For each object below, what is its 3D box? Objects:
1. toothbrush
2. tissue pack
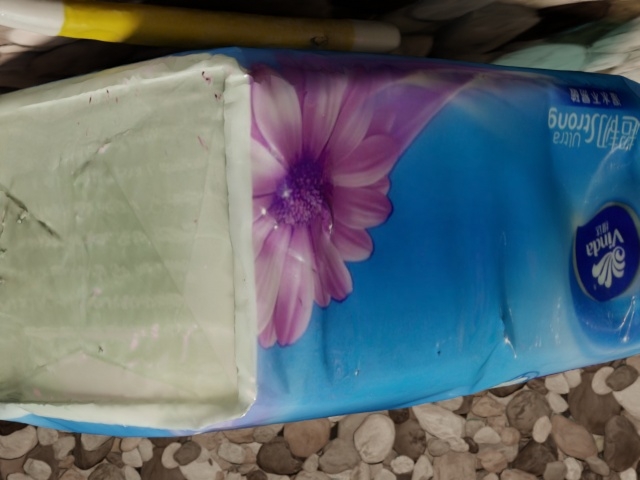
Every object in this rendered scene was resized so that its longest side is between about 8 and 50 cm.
[{"bbox_3d":[-0.075,-0.077,0.481,0.288,0.024,0.021,-3,171,-42],"label":"toothbrush"},{"bbox_3d":[0.000,0.000,0.590,0.198,0.146,0.263,-4,-179,44],"label":"tissue pack"}]
